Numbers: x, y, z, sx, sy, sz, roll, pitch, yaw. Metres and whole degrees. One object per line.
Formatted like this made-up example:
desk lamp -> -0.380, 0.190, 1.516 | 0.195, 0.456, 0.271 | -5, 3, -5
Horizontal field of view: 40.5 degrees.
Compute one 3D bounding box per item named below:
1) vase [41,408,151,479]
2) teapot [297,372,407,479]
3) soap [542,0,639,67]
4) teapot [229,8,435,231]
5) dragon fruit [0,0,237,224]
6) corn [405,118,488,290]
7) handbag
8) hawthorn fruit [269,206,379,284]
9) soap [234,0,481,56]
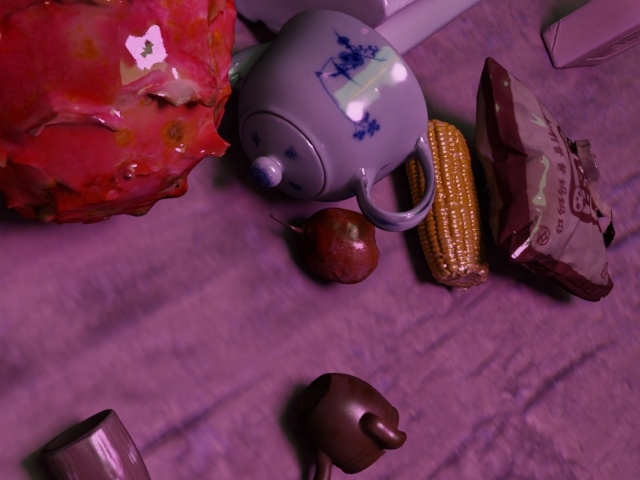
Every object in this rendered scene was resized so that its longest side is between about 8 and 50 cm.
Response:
vase -> -0.131, 0.164, 0.555 | 0.053, 0.053, 0.100 | -35, 99, -44
teapot -> 0.015, 0.159, 0.669 | 0.080, 0.085, 0.110 | 43, 69, -16
soap -> 0.394, -0.289, 1.116 | 0.121, 0.183, 0.064 | -15, 82, -42
teapot -> -0.003, -0.091, 0.716 | 0.232, 0.159, 0.159 | 34, 46, 13
dragon fruit -> -0.150, -0.141, 0.570 | 0.210, 0.205, 0.268 | 18, 63, -26
corn -> 0.124, -0.035, 0.853 | 0.085, 0.063, 0.165 | 35, 45, -63
handbag -> 0.231, -0.054, 0.901 | 0.235, 0.127, 0.213 | 21, 54, -51
hawthorn fruit -> 0.000, 0.000, 0.738 | 0.103, 0.067, 0.067 | 12, 63, -23
soap -> 0.058, -0.266, 0.838 | 0.160, 0.087, 0.265 | 31, 44, 18
